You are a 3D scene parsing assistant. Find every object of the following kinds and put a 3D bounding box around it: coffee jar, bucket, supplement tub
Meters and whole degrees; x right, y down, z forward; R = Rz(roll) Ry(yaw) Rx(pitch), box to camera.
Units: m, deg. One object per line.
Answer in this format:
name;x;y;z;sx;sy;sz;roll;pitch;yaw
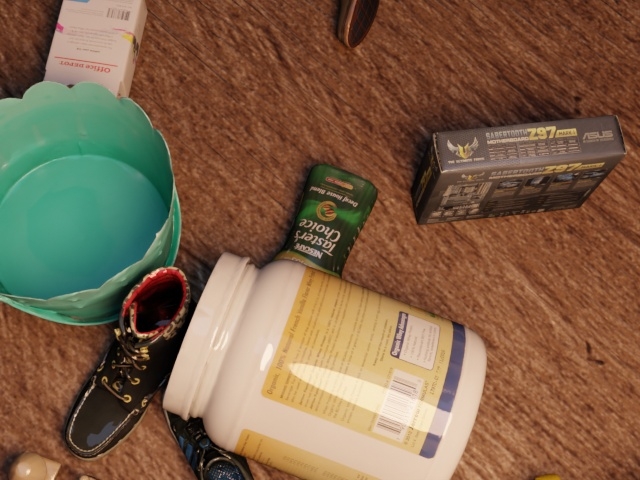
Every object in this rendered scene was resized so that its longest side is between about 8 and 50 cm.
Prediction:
coffee jar;0.000;0.000;1.228;0.096;0.079;0.184;21;72;3
bucket;-0.303;-0.033;1.165;0.281;0.183;0.281;1;72;-3
supplement tub;0.003;0.156;1.087;0.316;0.228;0.228;21;71;-1

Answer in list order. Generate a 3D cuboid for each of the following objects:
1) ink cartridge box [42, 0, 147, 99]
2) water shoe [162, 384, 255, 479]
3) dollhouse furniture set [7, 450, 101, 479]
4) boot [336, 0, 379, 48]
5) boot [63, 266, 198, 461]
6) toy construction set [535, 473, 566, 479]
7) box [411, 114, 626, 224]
ink cartridge box;-0.306;-0.256;1.304;0.104;0.061;0.181;9;70;0
water shoe;-0.123;0.248;1.134;0.073;0.080;0.203;-29;75;-13
dollhouse furniture set;-0.295;0.401;1.022;0.356;0.174;0.303;21;72;4
boot;0.030;-0.377;1.376;0.106;0.082;0.219;8;74;22
boot;-0.224;0.141;1.112;0.085;0.178;0.236;35;72;8
toy construction set;0.306;0.403;1.062;0.237;0.257;0.308;-1;43;42
box;0.244;-0.086;1.220;0.233;0.183;0.059;-7;72;-5
